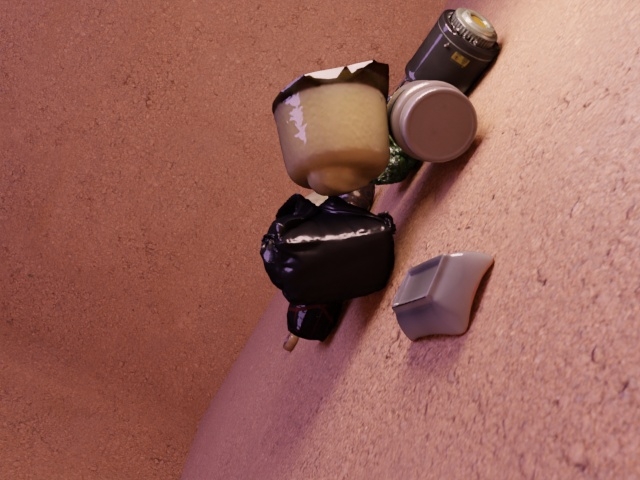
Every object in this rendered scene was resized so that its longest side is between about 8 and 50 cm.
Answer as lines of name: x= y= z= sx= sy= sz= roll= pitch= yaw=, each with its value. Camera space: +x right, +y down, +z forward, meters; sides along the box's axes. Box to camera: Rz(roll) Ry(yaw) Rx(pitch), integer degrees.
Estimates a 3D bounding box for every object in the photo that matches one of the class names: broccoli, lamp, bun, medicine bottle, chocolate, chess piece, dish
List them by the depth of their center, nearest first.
dish: x=0.199 y=0.091 z=0.954 sx=0.151 sy=0.077 sz=0.212 roll=-63 pitch=7 yaw=-19
medicine bottle: x=0.288 y=-0.318 z=1.434 sx=0.208 sy=0.208 sz=0.339 roll=-58 pitch=7 yaw=16
chocolate: x=0.055 y=-0.266 z=1.454 sx=0.326 sy=0.297 sz=0.314 roll=-16 pitch=-10 yaw=-8
lamp: x=0.393 y=-0.549 z=1.624 sx=0.374 sy=0.205 sz=0.272 roll=-52 pitch=-2 yaw=-26
broccoli: x=0.217 y=-0.313 z=1.770 sx=0.270 sy=0.270 sz=0.269 roll=-35 pitch=45 yaw=44
chess piece: x=-0.116 y=0.395 z=2.123 sx=0.083 sy=0.038 sz=0.083 roll=-58 pitch=5 yaw=9
bun: x=0.043 y=-0.147 z=2.381 sx=0.259 sy=0.259 sz=0.159 roll=-124 pitch=51 yaw=-82

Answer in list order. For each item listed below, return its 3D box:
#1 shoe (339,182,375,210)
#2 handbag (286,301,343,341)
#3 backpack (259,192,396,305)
shoe: x=0.085 y=-0.092 z=2.105 sx=0.384 sy=0.171 sz=0.237 roll=-61 pitch=0 yaw=7
handbag: x=-0.015 y=0.204 z=1.680 sx=0.169 sy=0.155 sz=0.215 roll=-22 pitch=47 yaw=69
backpack: x=0.000 y=0.000 z=1.501 sx=0.446 sy=0.364 sz=0.254 roll=-142 pitch=45 yaw=-69
